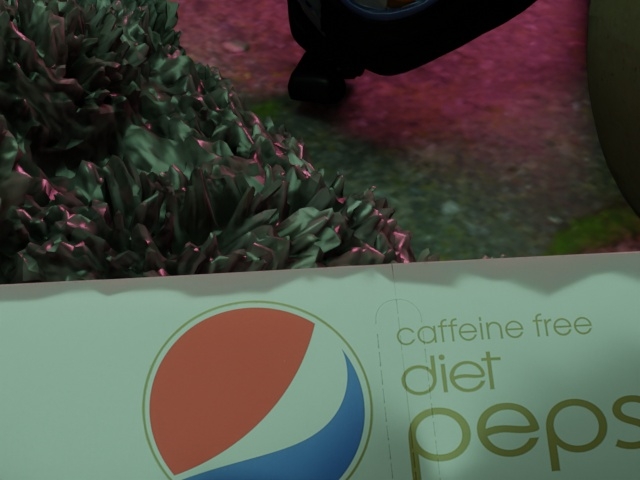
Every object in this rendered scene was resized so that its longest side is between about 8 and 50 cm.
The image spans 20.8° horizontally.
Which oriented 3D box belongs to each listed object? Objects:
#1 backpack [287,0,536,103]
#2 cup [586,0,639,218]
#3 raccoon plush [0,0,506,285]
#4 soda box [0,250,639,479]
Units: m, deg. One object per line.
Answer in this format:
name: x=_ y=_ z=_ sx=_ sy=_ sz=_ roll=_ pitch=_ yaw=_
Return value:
backpack: x=0.045 y=-0.244 z=0.795 sx=0.276 sy=0.213 sz=0.263 roll=-31 pitch=74 yaw=-6
cup: x=0.244 y=-0.075 z=0.653 sx=0.237 sy=0.331 sz=0.331 roll=6 pitch=34 yaw=46
raccoon plush: x=0.000 y=0.000 z=0.624 sx=0.299 sy=0.216 sz=0.446 roll=12 pitch=41 yaw=0
soda box: x=0.016 y=0.048 z=0.411 sx=0.216 sy=0.074 sz=0.069 roll=-3 pitch=67 yaw=-6
